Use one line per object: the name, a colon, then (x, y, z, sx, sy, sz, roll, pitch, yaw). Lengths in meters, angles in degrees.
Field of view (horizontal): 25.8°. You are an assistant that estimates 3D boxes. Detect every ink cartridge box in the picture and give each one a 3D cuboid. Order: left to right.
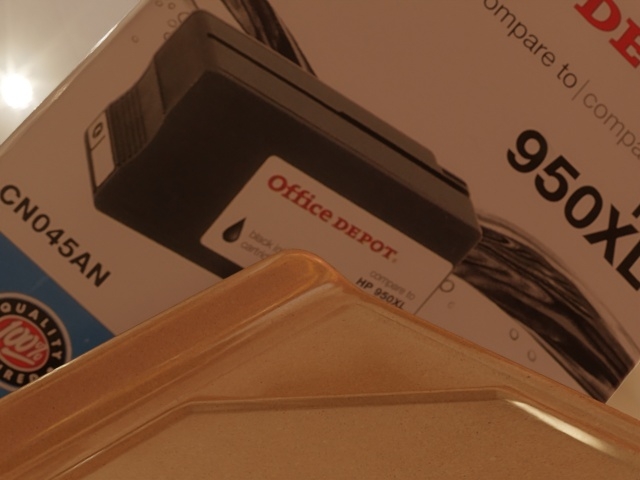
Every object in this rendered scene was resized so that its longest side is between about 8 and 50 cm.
ink cartridge box: (0.000, 0.000, 0.688, 0.285, 0.166, 0.395, 43, -101, -8)

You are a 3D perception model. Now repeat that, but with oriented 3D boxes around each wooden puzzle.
wooden puzzle: (-0.006, 0.099, 0.415, 0.221, 0.238, 0.044, -29, -51, -31)
